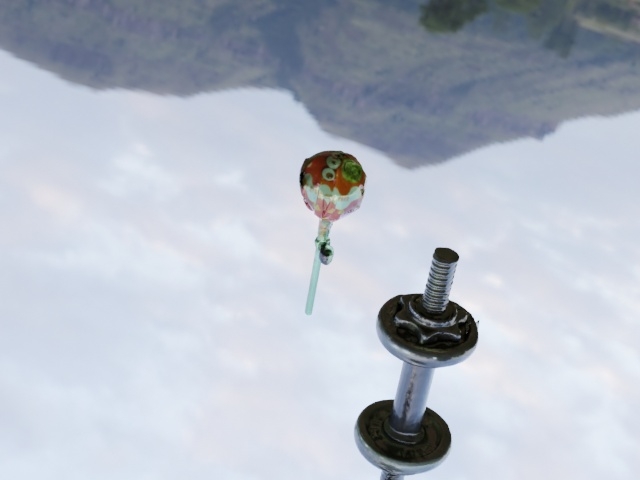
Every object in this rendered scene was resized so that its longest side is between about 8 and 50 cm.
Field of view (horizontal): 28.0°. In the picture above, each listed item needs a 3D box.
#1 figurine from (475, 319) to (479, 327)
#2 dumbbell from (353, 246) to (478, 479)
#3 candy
[{"bbox_3d":[0.178,0.128,1.808,0.082,0.086,0.094,40,-165,10],"label":"figurine"},{"bbox_3d":[0.074,0.112,1.003,0.082,0.253,0.081,7,-145,-5],"label":"dumbbell"},{"bbox_3d":[-0.001,0.000,1.646,0.084,0.287,0.078,9,-134,-3],"label":"candy"}]
